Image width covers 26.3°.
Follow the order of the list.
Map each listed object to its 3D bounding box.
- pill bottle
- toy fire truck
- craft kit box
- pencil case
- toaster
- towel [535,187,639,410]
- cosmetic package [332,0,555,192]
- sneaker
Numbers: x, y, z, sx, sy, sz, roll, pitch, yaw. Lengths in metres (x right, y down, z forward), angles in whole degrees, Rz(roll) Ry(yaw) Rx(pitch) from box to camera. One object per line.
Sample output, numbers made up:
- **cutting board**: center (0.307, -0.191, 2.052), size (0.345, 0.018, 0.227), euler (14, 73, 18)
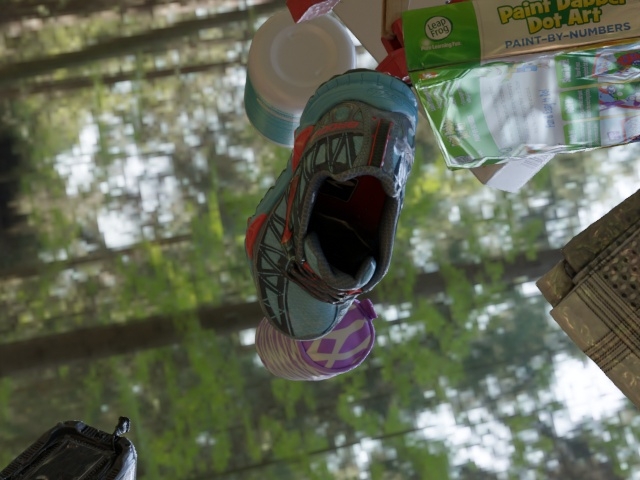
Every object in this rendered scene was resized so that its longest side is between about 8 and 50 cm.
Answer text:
- **pill bottle**: center (-0.034, -0.217, 1.929), size (0.264, 0.146, 0.146), euler (115, -38, -76)
- **toy fire truck**: center (0.078, -0.219, 1.328), size (0.135, 0.192, 0.047), euler (62, -25, 4)
- **craft kit box**: center (0.203, -0.129, 1.075), size (0.250, 0.247, 0.061), euler (50, 31, -72)
- **pencil case**: center (-0.007, 0.102, 1.427), size (0.086, 0.088, 0.206), euler (65, -15, -2)
- **toaster**: center (-0.299, 0.318, 1.614), size (0.129, 0.227, 0.146), euler (15, -59, 20)
- **towel**: center (0.490, 0.074, 1.804), size (0.324, 0.312, 0.056), euler (50, 7, 13)
- **cosmetic package**: center (0.232, -0.320, 2.246), size (0.230, 0.161, 0.453), euler (-45, -111, 17)
- **sneaker**: center (0.000, 0.000, 1.034), size (0.125, 0.104, 0.262), euler (-88, -170, -45)
